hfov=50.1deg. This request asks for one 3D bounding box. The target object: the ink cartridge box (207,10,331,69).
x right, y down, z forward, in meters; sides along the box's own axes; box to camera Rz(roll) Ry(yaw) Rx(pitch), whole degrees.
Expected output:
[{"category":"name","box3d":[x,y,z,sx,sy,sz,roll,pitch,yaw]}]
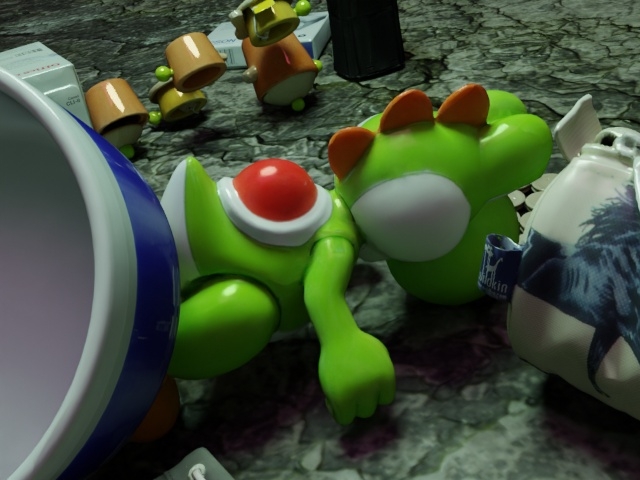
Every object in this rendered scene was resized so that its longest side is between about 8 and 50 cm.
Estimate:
[{"category":"ink cartridge box","box3d":[-0.091,-0.374,1.245,0.223,0.045,0.224,-1,33,14]}]

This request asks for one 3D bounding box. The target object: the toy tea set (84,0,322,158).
[{"category":"toy tea set","box3d":[-0.144,-0.198,0.930,0.336,0.124,0.200,-27,-3,7]}]

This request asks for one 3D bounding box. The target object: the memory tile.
[{"category":"memory tile","box3d":[0.176,-0.028,0.659,0.113,0.012,0.148,5,36,23]}]

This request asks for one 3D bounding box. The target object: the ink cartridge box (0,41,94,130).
[{"category":"ink cartridge box","box3d":[-0.413,-0.189,0.966,0.128,0.127,0.176,-25,35,-24]}]

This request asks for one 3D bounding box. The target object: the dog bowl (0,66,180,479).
[{"category":"dog bowl","box3d":[-0.221,0.033,0.394,0.264,0.265,0.104,-5,-10,8]}]

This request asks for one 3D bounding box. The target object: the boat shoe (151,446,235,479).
[{"category":"boat shoe","box3d":[0.019,0.179,0.286,0.335,0.112,0.095,14,44,38]}]

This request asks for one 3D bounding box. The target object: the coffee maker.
[{"category":"coffee maker","box3d":[0.060,-0.339,1.024,0.120,0.178,0.171,-9,30,5]}]

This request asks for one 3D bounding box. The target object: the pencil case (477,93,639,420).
[{"category":"pencil case","box3d":[0.283,0.064,0.325,0.160,0.184,0.410,-44,44,-18]}]

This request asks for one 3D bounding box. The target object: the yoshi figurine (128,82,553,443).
[{"category":"yoshi figurine","box3d":[0.012,0.024,0.526,0.362,0.204,0.203,-26,-8,1]}]
